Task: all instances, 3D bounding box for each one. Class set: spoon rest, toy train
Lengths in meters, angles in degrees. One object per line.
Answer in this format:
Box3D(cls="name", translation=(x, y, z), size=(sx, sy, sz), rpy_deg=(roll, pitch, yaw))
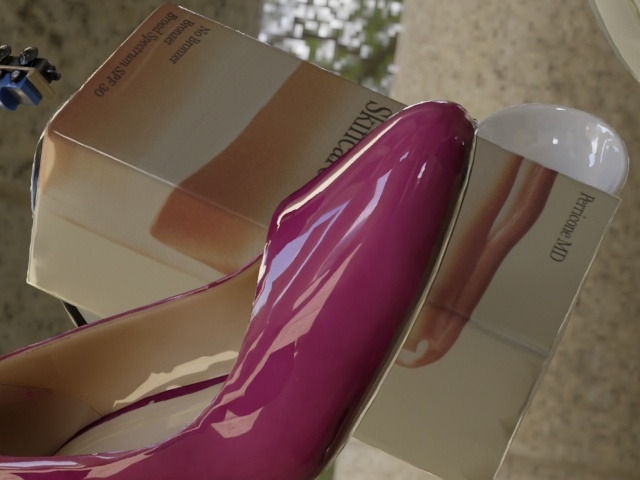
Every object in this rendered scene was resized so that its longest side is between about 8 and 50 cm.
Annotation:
Box3D(cls="spoon rest", translation=(0.154, -0.010, 1.282), size=(0.137, 0.276, 0.084), rpy_deg=(12, -36, 17))
Box3D(cls="toy train", translation=(-0.219, -0.099, 0.997), size=(0.158, 0.036, 0.027), rpy_deg=(6, -32, 35))

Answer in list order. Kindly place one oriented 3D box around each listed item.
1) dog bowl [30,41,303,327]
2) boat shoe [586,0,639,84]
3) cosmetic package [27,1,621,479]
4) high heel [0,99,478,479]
Box3D(cls="dog bowl", translation=(-0.074, -0.024, 1.640), size=(0.408, 0.408, 0.150), rpy_deg=(17, -36, -37))
Box3D(cls="boat shoe", translation=(0.124, -0.127, 0.447), size=(0.103, 0.118, 0.320), rpy_deg=(3, -33, 35))
Box3D(cls="cosmetic package", translation=(0.000, 0.000, 0.944), size=(0.296, 0.153, 0.129), rpy_deg=(24, -47, 8))
Box3D(cls="high heel", translation=(-0.082, 0.047, 0.736), size=(0.181, 0.127, 0.377), rpy_deg=(30, -54, -7))
